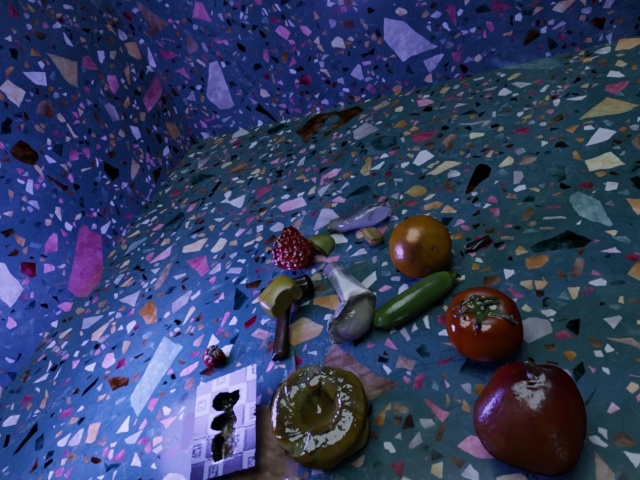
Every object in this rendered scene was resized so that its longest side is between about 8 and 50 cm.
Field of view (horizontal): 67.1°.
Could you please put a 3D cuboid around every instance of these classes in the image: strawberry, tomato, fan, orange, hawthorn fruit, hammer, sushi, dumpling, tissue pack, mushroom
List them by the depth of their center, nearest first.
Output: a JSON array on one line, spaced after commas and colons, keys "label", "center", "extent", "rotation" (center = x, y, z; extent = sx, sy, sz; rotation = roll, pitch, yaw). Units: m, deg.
[{"label": "hawthorn fruit", "center": [0.583, 0.479, 1.322], "extent": [0.311, 0.295, 0.295], "rotation": [-61, 25, 29]}, {"label": "tomato", "center": [0.546, 0.283, 1.615], "extent": [0.256, 0.224, 0.255], "rotation": [-14, 39, 11]}, {"label": "sushi", "center": [-0.329, 0.690, 1.802], "extent": [0.296, 0.100, 0.372], "rotation": [-25, 46, 19]}, {"label": "fan", "center": [-0.116, 0.575, 1.861], "extent": [0.223, 0.012, 0.294], "rotation": [-40, 39, -13]}, {"label": "dumpling", "center": [0.124, 0.292, 1.894], "extent": [0.258, 0.193, 0.147], "rotation": [-37, 42, -17]}, {"label": "orange", "center": [0.409, 0.026, 1.980], "extent": [0.261, 0.261, 0.261], "rotation": [-17, 38, 14]}, {"label": "tissue pack", "center": [-0.178, 0.236, 2.070], "extent": [0.127, 0.123, 0.178], "rotation": [33, 73, 35]}, {"label": "strawberry", "center": [-0.466, 0.511, 2.094], "extent": [0.106, 0.106, 0.106], "rotation": [-17, 38, 14]}, {"label": "hammer", "center": [-0.160, 0.336, 2.107], "extent": [0.243, 0.095, 0.408], "rotation": [-15, 41, 16]}, {"label": "strawberry", "center": [-0.119, 0.050, 2.330], "extent": [0.178, 0.233, 0.234], "rotation": [18, 55, 26]}, {"label": "mushroom", "center": [0.194, -0.108, 2.404], "extent": [0.352, 0.097, 0.109], "rotation": [-17, 38, 18]}]

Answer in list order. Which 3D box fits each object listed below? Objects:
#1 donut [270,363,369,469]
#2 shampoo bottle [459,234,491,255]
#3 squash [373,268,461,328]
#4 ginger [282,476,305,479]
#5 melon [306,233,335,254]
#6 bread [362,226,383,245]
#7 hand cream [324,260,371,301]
[{"label": "donut", "center": [-0.002, 0.587, 1.645], "extent": [0.361, 0.170, 0.360], "rotation": [-11, 44, 11]}, {"label": "shampoo bottle", "center": [0.648, 0.020, 2.024], "extent": [0.137, 0.027, 0.048], "rotation": [-29, 35, 0]}, {"label": "squash", "center": [0.377, 0.226, 1.888], "extent": [0.395, 0.107, 0.107], "rotation": [-31, 37, -6]}, {"label": "ginger", "center": [-0.128, 0.819, 1.549], "extent": [0.173, 0.051, 0.069], "rotation": [-43, 43, -16]}, {"label": "melon", "center": [0.000, 0.000, 2.408], "extent": [0.128, 0.079, 0.160], "rotation": [-40, 37, -24]}, {"label": "bread", "center": [0.247, -0.016, 2.291], "extent": [0.082, 0.056, 0.115], "rotation": [-14, 36, -19]}, {"label": "hand cream", "center": [0.113, 0.193, 2.126], "extent": [0.133, 0.083, 0.248], "rotation": [-33, 48, -6]}]
